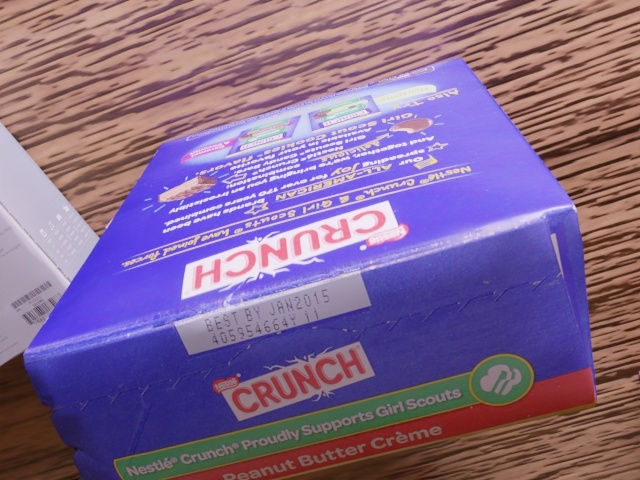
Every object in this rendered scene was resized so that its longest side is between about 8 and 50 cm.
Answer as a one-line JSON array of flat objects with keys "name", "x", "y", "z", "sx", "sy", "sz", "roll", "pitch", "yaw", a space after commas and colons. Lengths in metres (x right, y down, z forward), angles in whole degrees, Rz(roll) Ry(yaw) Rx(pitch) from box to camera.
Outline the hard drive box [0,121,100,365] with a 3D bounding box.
[{"name": "hard drive box", "x": -0.319, "y": -0.006, "z": 0.615, "sx": 0.181, "sy": 0.089, "sz": 0.232, "roll": -30, "pitch": 111, "yaw": 14}]

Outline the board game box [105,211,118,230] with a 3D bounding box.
[{"name": "board game box", "x": -0.157, "y": 0.013, "z": 0.617, "sx": 0.020, "sy": 0.090, "sz": 0.090, "roll": 3, "pitch": 114, "yaw": 1}]

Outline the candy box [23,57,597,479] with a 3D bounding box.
[{"name": "candy box", "x": 0.000, "y": 0.000, "z": 0.481, "sx": 0.268, "sy": 0.317, "sz": 0.122, "roll": -14, "pitch": 113, "yaw": 9}]

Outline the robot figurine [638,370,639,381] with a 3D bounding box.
[{"name": "robot figurine", "x": 0.422, "y": 0.106, "z": 0.634, "sx": 0.290, "sy": 0.085, "sz": 0.211, "roll": -3, "pitch": 126, "yaw": 3}]

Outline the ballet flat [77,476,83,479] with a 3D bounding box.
[{"name": "ballet flat", "x": -0.258, "y": 0.295, "z": 0.768, "sx": 0.188, "sy": 0.070, "sz": 0.070, "roll": -35, "pitch": 109, "yaw": 20}]
